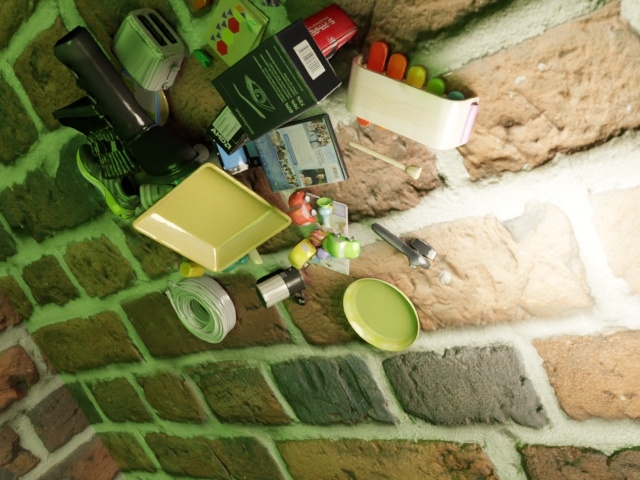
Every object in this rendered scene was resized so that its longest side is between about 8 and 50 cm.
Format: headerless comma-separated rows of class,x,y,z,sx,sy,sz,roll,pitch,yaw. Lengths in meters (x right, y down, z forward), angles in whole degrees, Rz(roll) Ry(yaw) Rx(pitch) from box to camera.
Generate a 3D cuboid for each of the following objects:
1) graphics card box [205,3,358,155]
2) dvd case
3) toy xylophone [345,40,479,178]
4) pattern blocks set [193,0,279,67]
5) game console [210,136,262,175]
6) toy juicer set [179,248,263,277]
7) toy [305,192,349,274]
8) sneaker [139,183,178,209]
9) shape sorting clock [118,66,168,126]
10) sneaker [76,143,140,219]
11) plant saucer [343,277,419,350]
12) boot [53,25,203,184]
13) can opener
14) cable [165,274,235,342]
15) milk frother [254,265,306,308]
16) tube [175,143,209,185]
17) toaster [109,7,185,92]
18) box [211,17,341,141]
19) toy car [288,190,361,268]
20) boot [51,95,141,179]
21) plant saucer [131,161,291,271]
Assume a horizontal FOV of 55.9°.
graphics card box,-0.096,-0.371,1.413,0.094,0.233,0.371,46,136,-5
dvd case,-0.058,-0.228,1.608,0.253,0.022,0.180,-6,113,35
toy xylophone,0.179,-0.287,1.360,0.323,0.081,0.236,34,133,16
pattern blocks set,-0.217,-0.540,1.544,0.285,0.026,0.325,54,135,-3
game console,-0.220,-0.261,1.683,0.124,0.085,0.144,-1,116,38
toy juicer set,-0.323,-0.001,1.943,0.329,0.089,0.209,-12,88,29
toy,0.009,-0.007,1.687,0.137,0.056,0.237,19,127,29
sneaker,-0.441,-0.113,1.853,0.115,0.281,0.105,-8,84,11
shape sorting clock,-0.543,-0.441,1.847,0.206,0.040,0.206,21,132,25
sneaker,-0.724,-0.224,2.098,0.121,0.111,0.300,-39,92,29
plant saucer,0.176,0.204,1.705,0.241,0.037,0.240,19,126,28
boot,-0.544,-0.384,1.688,0.367,0.146,0.445,17,141,51
can opener,0.209,0.012,1.556,0.186,0.073,0.059,33,171,21
cable,-0.418,0.241,2.152,0.257,0.089,0.257,4,120,35
milk frother,-0.117,0.165,1.836,0.143,0.135,0.129,67,164,-12
tube,-0.418,-0.238,1.881,0.207,0.052,0.080,-25,87,49
toaster,-0.483,-0.540,1.683,0.227,0.129,0.146,51,131,2
box,-0.091,-0.317,1.209,0.207,0.108,0.153,-19,112,41
toy car,0.000,0.000,1.625,0.225,0.053,0.239,17,121,26
boot,-0.735,-0.335,1.993,0.348,0.131,0.260,12,130,44
plant saucer,-0.310,-0.076,1.743,0.333,0.081,0.333,-33,133,26
